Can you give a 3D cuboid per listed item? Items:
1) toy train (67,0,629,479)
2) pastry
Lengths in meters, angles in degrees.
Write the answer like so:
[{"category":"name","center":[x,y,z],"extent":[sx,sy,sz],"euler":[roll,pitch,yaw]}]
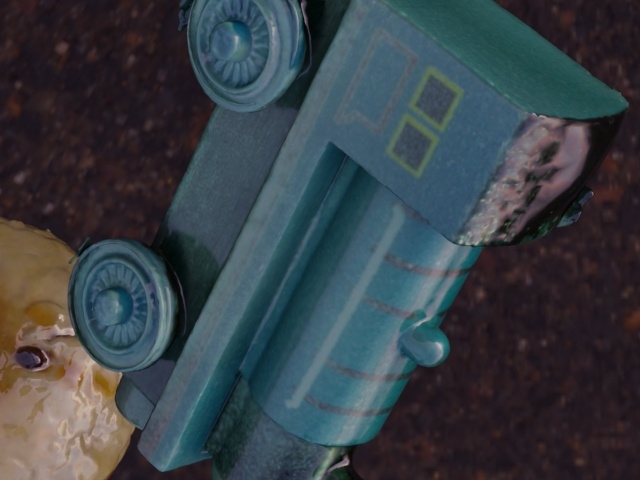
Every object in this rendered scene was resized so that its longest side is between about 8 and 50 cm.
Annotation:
[{"category":"toy train","center":[0.000,0.000,0.798],"extent":[0.194,0.120,0.298],"euler":[41,119,26]},{"category":"pastry","center":[-0.378,0.162,1.826],"extent":[0.388,0.388,0.312],"euler":[5,162,4]}]
